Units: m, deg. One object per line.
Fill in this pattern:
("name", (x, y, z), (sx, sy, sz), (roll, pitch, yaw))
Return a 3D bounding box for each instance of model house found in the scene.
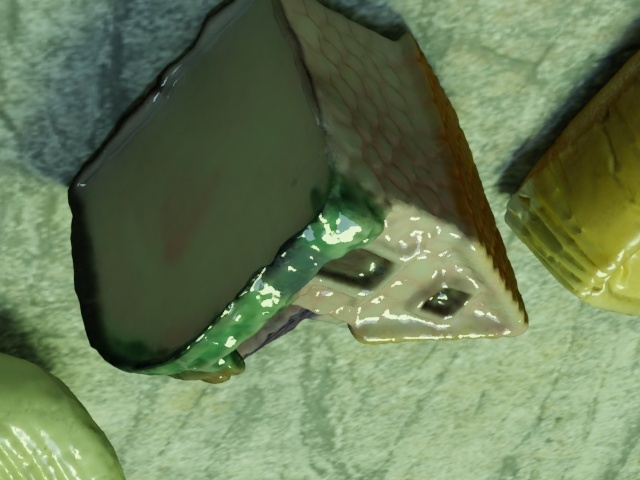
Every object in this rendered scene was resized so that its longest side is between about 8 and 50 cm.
("model house", (0.000, 0.000, 1.276), (0.237, 0.202, 0.237), (19, 127, -40))

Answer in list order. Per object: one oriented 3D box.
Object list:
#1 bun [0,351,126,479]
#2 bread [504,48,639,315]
("bun", (-0.269, 0.183, 1.396), (0.259, 0.160, 0.259), (-12, 117, -24))
("bread", (0.271, -0.070, 1.397), (0.152, 0.119, 0.288), (9, 134, -39))
